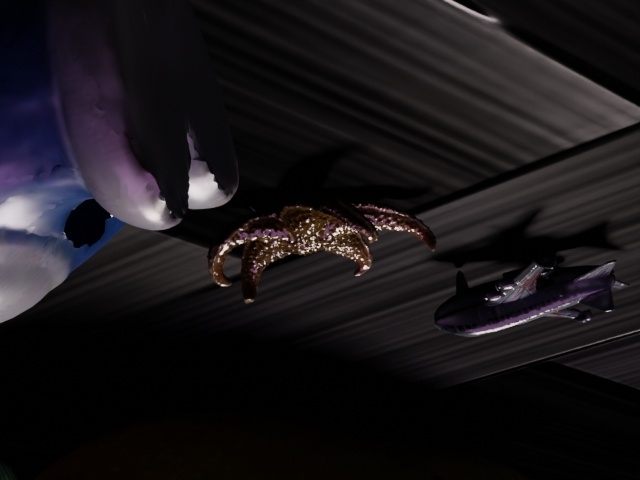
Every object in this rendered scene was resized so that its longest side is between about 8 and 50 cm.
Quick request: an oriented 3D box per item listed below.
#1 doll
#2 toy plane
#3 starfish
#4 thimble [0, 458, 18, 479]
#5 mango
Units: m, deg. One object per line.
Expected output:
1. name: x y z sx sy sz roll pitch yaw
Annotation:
1. doll: -0.151 -0.013 0.478 0.256 0.161 0.215 -8 173 9
2. toy plane: 0.089 0.023 0.760 0.083 0.031 0.078 -10 157 16
3. starfish: 0.000 0.000 0.698 0.091 0.028 0.078 -7 164 3
4. thimble: -0.236 0.164 0.996 0.118 0.090 0.135 -12 159 28
5. mango: -0.027 0.165 0.953 0.329 0.176 0.176 -9 -159 -44
